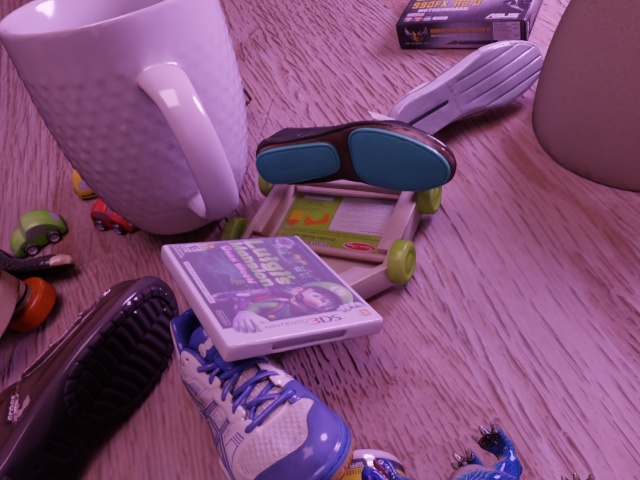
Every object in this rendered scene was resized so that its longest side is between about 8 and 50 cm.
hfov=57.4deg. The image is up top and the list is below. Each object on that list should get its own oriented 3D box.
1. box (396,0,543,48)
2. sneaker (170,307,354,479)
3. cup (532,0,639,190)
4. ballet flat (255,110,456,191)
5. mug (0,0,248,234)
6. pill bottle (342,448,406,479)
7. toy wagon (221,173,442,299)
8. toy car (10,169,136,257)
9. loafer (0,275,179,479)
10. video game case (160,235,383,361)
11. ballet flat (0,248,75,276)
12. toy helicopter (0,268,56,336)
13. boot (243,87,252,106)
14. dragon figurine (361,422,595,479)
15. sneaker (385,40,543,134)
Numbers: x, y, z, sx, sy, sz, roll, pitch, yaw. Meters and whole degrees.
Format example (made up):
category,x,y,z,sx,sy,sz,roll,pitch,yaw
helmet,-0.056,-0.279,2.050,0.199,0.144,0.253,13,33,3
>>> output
category,x,y,z,sx,sy,sz,roll,pitch,yaw
box,0.279,-0.427,1.074,0.231,0.056,0.183,10,54,28
sneaker,-0.082,0.144,0.562,0.112,0.130,0.296,-37,22,-21
cup,0.440,-0.257,0.734,0.332,0.236,0.330,-11,47,12
ballet flat,0.045,-0.124,0.767,0.281,0.095,0.096,6,40,25
mug,-0.218,-0.163,0.803,0.276,0.327,0.374,-28,39,-19
pill bottle,0.042,0.279,0.483,0.103,0.103,0.184,-19,45,3
toy wagon,0.000,0.000,0.781,0.268,0.068,0.344,8,53,27
toy car,-0.432,-0.051,0.996,0.225,0.053,0.239,-34,46,-11
loafer,-0.313,0.180,0.683,0.130,0.133,0.365,17,57,31
video game case,-0.056,0.049,0.619,0.173,0.022,0.190,-4,30,-32
ballet flat,-0.461,0.032,0.924,0.173,0.057,0.049,-3,77,21
toy helicopter,-0.578,0.132,0.860,0.355,0.140,0.234,-1,57,34
boot,-0.229,-0.220,1.073,0.198,0.077,0.137,1,53,38
dragon figurine,0.157,0.242,0.445,0.289,0.085,0.144,32,40,6
sneaker,0.209,-0.232,0.892,0.258,0.094,0.091,-25,20,-4
